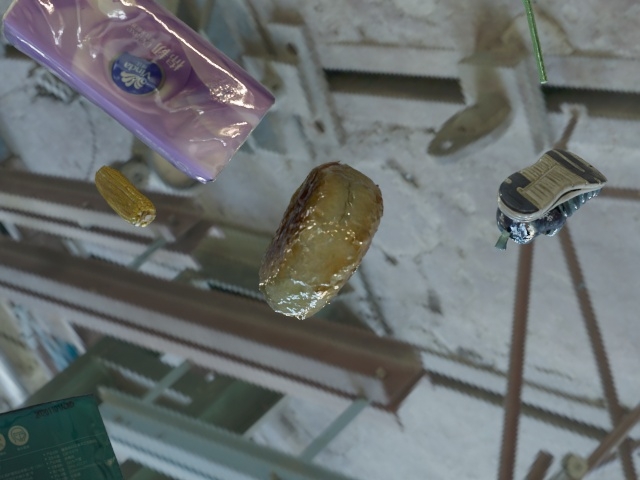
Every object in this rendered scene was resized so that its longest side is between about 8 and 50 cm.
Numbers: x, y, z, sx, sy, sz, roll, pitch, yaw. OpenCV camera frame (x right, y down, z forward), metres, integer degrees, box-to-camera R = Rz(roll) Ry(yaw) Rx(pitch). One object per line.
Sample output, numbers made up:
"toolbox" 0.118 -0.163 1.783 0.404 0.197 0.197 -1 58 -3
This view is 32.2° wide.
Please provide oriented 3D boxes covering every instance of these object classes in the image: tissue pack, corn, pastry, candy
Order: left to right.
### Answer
"tissue pack" -0.268 0.212 0.964 0.082 0.169 0.120 -39 68 43
"corn" -0.217 -0.049 1.222 0.092 0.037 0.037 45 153 32
"tissue pack" -0.248 -0.236 1.465 0.338 0.160 0.242 36 179 -14
"pastry" 0.000 0.000 1.297 0.093 0.182 0.192 31 -167 -12
"candy" 0.213 -0.257 1.155 0.062 0.058 0.193 -16 82 57

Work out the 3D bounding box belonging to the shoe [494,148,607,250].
"shoe" 0.323 -0.058 1.580 0.091 0.207 0.106 42 142 30
